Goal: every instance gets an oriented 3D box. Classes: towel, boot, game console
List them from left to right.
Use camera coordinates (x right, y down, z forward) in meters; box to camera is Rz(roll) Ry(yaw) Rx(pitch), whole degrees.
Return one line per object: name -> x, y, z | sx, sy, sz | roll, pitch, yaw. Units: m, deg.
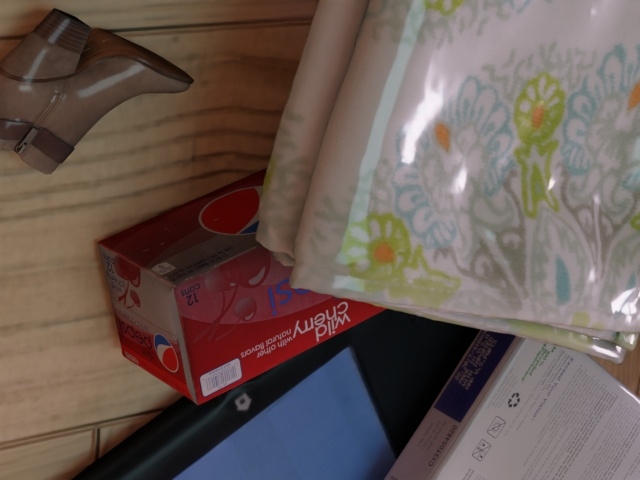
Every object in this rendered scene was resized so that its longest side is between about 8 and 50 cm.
boot -> -0.136, -0.077, 0.992 | 0.118, 0.042, 0.087 | 23, 101, -41
game console -> -0.007, 0.220, 1.210 | 0.386, 0.060, 0.342 | -36, 128, -22
towel -> 0.143, -0.122, 1.041 | 0.320, 0.090, 0.374 | 13, 97, -41

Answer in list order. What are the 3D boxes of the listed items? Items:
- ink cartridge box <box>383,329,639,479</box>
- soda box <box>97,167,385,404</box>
ink cartridge box -> 0.140, 0.183, 1.248 | 0.224, 0.045, 0.223 | 38, 83, -40
soda box -> 0.000, 0.000, 1.093 | 0.263, 0.092, 0.083 | -25, 120, -29
